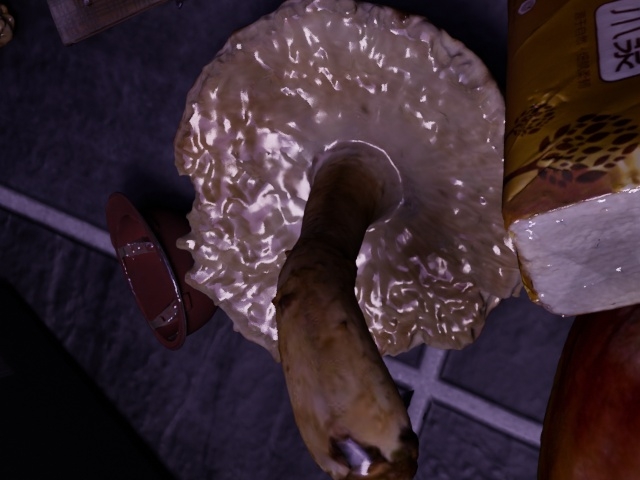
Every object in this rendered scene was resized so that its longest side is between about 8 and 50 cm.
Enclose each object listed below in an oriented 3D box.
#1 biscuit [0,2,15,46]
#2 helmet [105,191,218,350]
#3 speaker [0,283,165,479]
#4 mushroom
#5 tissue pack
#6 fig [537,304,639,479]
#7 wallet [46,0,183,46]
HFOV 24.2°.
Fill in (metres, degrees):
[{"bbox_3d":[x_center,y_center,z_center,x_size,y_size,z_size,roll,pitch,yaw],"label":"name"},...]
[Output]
[{"bbox_3d":[-0.324,-0.131,1.077,0.231,0.025,0.131,-37,85,25],"label":"biscuit"},{"bbox_3d":[-0.093,0.012,0.992,0.111,0.057,0.089,66,157,4],"label":"helmet"},{"bbox_3d":[-0.269,0.190,1.035,0.254,0.184,0.232,49,114,10],"label":"speaker"},{"bbox_3d":[0.028,-0.018,0.826,0.208,0.302,0.233,-30,103,-8],"label":"mushroom"},{"bbox_3d":[0.187,-0.077,0.767,0.183,0.226,0.092,-12,132,19],"label":"tissue pack"},{"bbox_3d":[0.224,0.104,0.801,0.224,0.224,0.263,44,132,9],"label":"fig"},{"bbox_3d":[-0.090,-0.216,0.954,0.230,0.042,0.124,-17,91,24],"label":"wallet"}]
